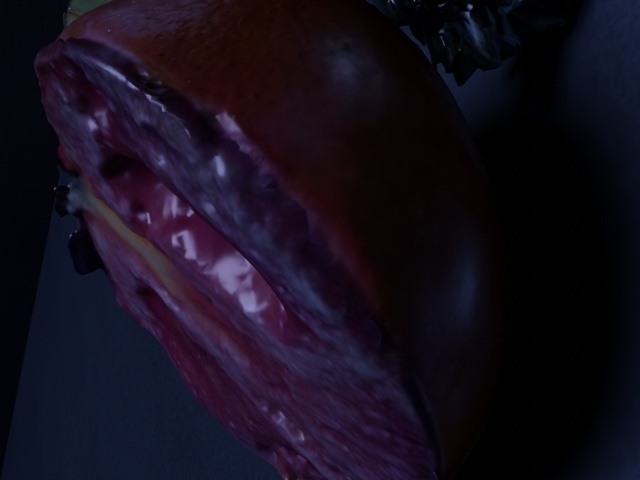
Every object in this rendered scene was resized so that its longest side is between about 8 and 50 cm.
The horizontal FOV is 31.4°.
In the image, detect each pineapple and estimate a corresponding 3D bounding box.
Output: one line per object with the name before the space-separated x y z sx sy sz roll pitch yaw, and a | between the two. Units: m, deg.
pineapple | 0.036 -0.178 0.583 0.103 0.221 0.083 -36 17 23

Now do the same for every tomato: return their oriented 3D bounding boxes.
tomato | 0.003 0.000 0.613 0.289 0.176 0.335 44 156 22

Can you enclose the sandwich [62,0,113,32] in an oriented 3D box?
sandwich | -0.139 -0.224 1.268 0.198 0.227 0.155 -48 -13 -48
